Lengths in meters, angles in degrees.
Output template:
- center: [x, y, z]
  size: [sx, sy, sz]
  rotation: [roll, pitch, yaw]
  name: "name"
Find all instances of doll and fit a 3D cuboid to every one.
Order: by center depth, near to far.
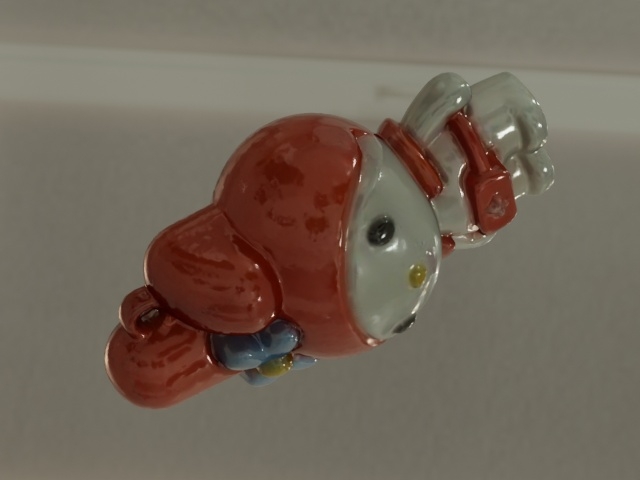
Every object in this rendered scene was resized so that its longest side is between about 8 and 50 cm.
- center: [0.000, 0.000, 1.055]
  size: [0.130, 0.290, 0.161]
  rotation: [52, -14, 39]
  name: "doll"
